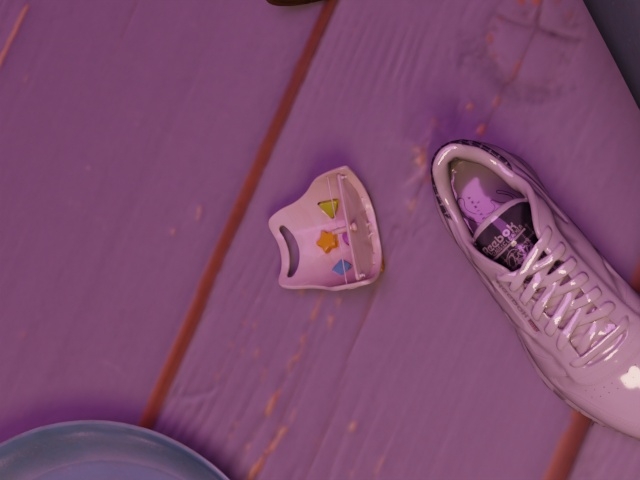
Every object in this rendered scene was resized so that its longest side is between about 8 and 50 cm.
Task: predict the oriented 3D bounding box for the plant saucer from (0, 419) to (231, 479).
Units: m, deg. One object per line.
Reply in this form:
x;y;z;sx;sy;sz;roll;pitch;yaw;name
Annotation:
-0.157;0.284;1.039;0.317;0.043;0.318;-3;80;17;plant saucer

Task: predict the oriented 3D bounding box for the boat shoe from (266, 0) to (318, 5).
0.018;-0.210;1.066;0.135;0.050;0.045;-23;71;3;boat shoe

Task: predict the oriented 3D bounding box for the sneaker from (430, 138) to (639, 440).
0.149;0.033;0.957;0.090;0.095;0.235;-42;73;5;sneaker

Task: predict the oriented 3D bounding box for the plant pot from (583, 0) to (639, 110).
0.299;-0.146;0.831;0.341;0.341;0.334;-31;65;11;plant pot

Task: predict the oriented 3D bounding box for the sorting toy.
0.000;0.000;1.039;0.075;0.045;0.083;-15;77;22;sorting toy
